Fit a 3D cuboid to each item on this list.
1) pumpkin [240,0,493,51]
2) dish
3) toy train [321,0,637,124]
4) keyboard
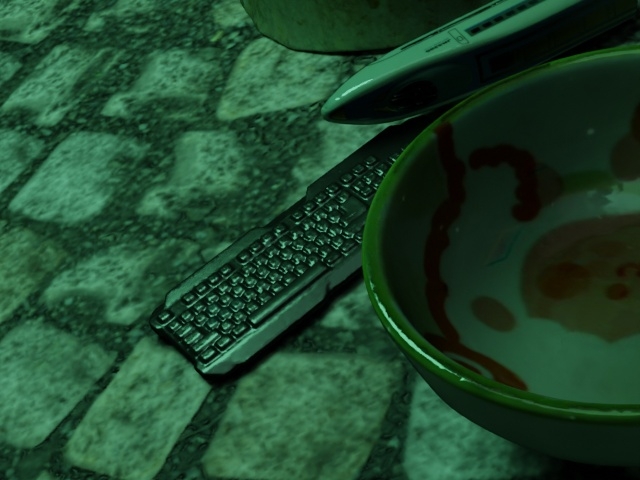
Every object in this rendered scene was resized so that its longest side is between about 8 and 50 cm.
[{"bbox_3d":[0.053,-0.334,1.382,0.332,0.199,0.332,-16,38,12],"label":"pumpkin"},{"bbox_3d":[0.194,0.025,0.975,0.324,0.124,0.324,-9,41,7],"label":"dish"},{"bbox_3d":[0.119,-0.138,1.227,0.252,0.055,0.048,-27,48,-10],"label":"toy train"},{"bbox_3d":[0.000,0.000,1.174,0.262,0.016,0.106,-37,41,-15],"label":"keyboard"}]
